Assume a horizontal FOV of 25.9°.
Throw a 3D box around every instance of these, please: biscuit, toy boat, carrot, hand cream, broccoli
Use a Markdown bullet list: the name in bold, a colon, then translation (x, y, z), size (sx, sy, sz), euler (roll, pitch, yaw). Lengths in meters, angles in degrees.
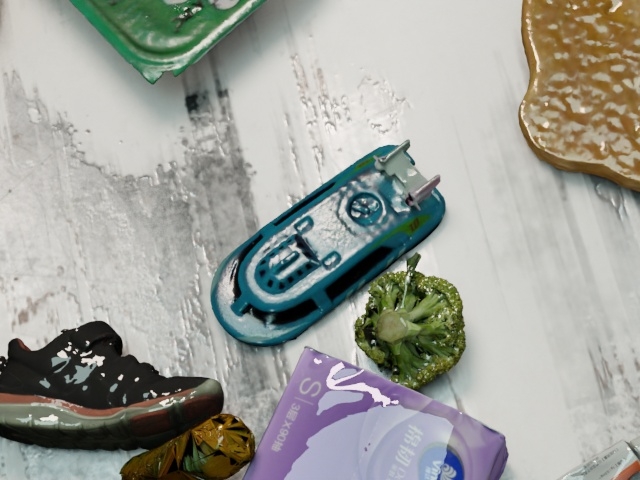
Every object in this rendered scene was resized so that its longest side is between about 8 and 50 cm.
- **biscuit**: translation (0.427, -0.225, 1.634), size (0.385, 0.062, 0.365), euler (4, 74, 9)
- **toy boat**: translation (0.000, 0.000, 1.603), size (0.299, 0.092, 0.134), euler (-37, 73, -7)
- **carrot**: translation (-0.144, 0.236, 1.484), size (0.069, 0.229, 0.069), euler (13, 65, -30)
- **hand cream**: translation (0.276, 0.275, 1.498), size (0.216, 0.038, 0.052), euler (-35, 45, 1)
- **broccoli**: translation (0.099, 0.095, 1.538), size (0.131, 0.120, 0.130), euler (-38, 75, 20)

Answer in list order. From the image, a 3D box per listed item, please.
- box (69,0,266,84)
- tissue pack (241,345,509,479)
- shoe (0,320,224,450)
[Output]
- **box**: translation (-0.198, -0.357, 1.747), size (0.264, 0.106, 0.336), euler (-41, 71, -7)
- **tissue pack**: translation (0.024, 0.314, 1.448), size (0.242, 0.160, 0.338), euler (21, 74, 15)
- **shoe**: translation (-0.245, 0.161, 1.572), size (0.291, 0.114, 0.137), euler (0, 65, 11)
